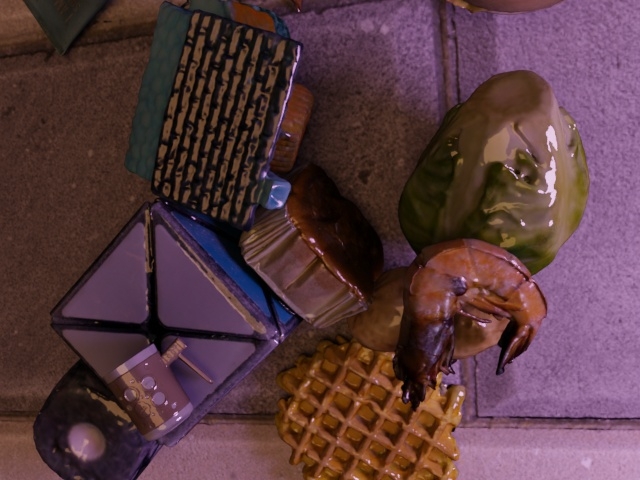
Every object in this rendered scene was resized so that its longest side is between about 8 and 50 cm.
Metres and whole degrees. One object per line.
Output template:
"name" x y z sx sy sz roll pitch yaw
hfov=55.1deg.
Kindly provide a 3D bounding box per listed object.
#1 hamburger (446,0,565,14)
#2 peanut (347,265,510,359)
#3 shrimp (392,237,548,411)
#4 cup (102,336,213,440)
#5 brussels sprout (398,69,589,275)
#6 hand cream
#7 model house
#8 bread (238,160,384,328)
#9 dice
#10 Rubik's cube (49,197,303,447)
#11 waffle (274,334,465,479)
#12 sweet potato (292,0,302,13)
"hamburger" 0.242 -0.424 0.737 0.299 0.176 0.301 4 107 13
"peanut" 0.163 0.106 0.886 0.252 0.122 0.137 6 134 10
"shrimp" 0.185 0.112 0.776 0.177 0.075 0.290 5 122 4
"cup" -0.199 0.181 0.763 0.099 0.102 0.074 57 146 0
"brussels sprout" 0.224 -0.071 0.782 0.219 0.210 0.272 23 137 22
"hand cream" -0.338 -0.424 0.938 0.312 0.070 0.111 -34 94 21
"model house" -0.084 -0.165 0.790 0.241 0.225 0.262 32 111 44
"bread" 0.000 0.000 0.861 0.109 0.210 0.192 -36 102 26
"dice" -0.340 0.289 1.015 0.182 0.183 0.182 36 105 4
"Rubik's cube" -0.181 0.092 0.900 0.260 0.259 0.255 44 106 1
"waffle" 0.070 0.295 0.981 0.328 0.062 0.330 2 101 12
"sweet potato" -0.070 -0.439 0.871 0.068 0.068 0.226 -18 96 16
